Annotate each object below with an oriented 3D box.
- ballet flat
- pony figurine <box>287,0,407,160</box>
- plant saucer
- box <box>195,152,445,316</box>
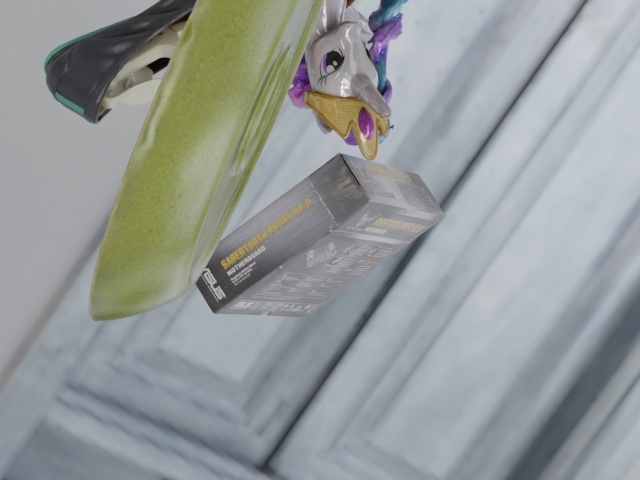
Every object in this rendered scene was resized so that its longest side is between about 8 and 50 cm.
[{"bbox_3d":[-0.105,-0.148,1.338,0.074,0.203,0.074,47,158,26],"label":"ballet flat"},{"bbox_3d":[-0.046,-0.250,1.686,0.302,0.364,0.351,-9,-175,-31],"label":"pony figurine"},{"bbox_3d":[-0.041,-0.067,0.845,0.037,0.241,0.241,23,-172,2],"label":"plant saucer"},{"bbox_3d":[0.000,0.000,1.723,0.056,0.183,0.231,57,-163,14],"label":"box"}]
